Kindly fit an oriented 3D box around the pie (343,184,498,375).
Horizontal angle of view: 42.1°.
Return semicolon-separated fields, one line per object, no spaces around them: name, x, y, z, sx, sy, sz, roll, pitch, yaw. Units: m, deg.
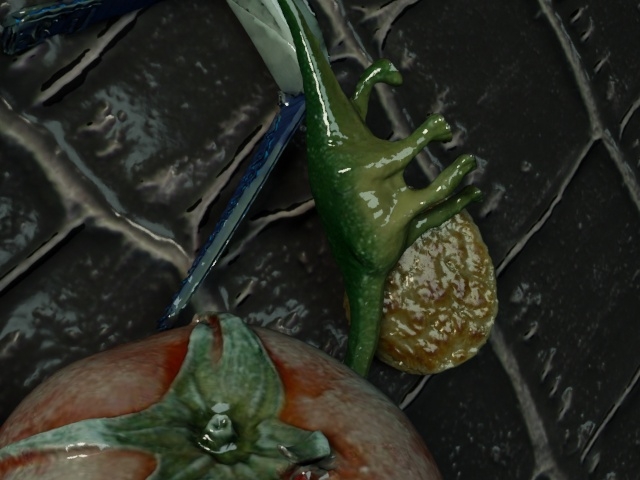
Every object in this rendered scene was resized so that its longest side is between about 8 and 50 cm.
pie;0.093;0.039;0.841;0.163;0.079;0.193;-13;88;-25

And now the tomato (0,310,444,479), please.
tomato;-0.067;0.202;0.537;0.317;0.317;0.282;-20;133;-38

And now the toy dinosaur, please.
toy dinosaur;0.000;0.000;0.751;0.301;0.087;0.447;-39;101;1

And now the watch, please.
watch;-0.091;-0.105;0.728;0.274;0.068;0.276;-34;104;-37
